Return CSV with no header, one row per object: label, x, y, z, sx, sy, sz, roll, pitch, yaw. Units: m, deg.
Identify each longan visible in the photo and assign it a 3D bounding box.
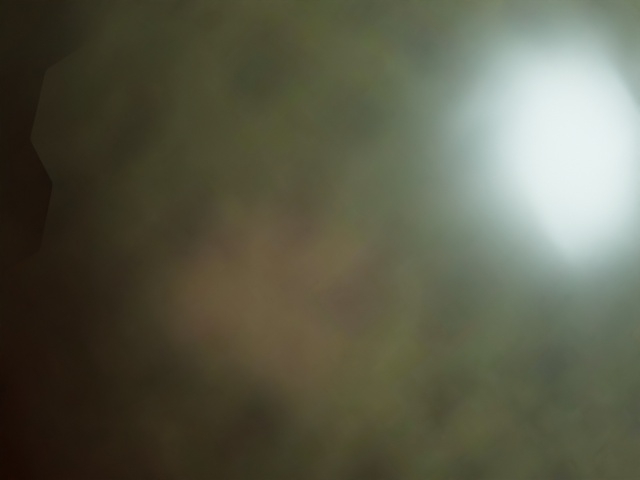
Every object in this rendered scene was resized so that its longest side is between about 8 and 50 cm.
longan,0.000,0.000,0.509,0.258,0.258,0.258,0,105,0
